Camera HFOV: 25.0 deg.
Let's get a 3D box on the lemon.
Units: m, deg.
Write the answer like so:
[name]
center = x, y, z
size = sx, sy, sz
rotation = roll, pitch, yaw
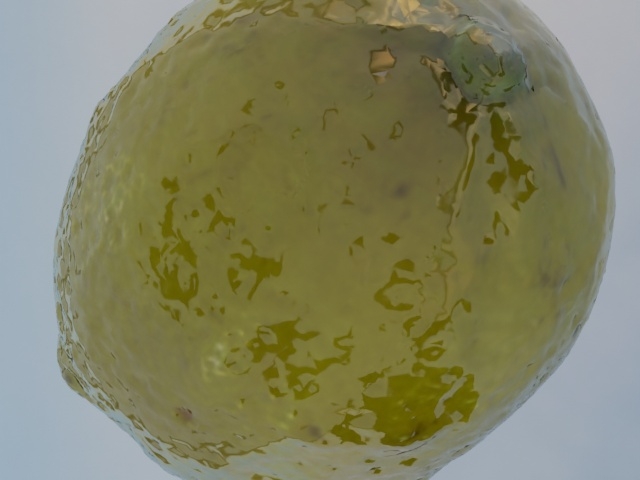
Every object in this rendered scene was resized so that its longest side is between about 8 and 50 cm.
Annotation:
[lemon]
center = 0.000, 0.000, 0.680
size = 0.320, 0.245, 0.245
rotation = -48, -125, 48
